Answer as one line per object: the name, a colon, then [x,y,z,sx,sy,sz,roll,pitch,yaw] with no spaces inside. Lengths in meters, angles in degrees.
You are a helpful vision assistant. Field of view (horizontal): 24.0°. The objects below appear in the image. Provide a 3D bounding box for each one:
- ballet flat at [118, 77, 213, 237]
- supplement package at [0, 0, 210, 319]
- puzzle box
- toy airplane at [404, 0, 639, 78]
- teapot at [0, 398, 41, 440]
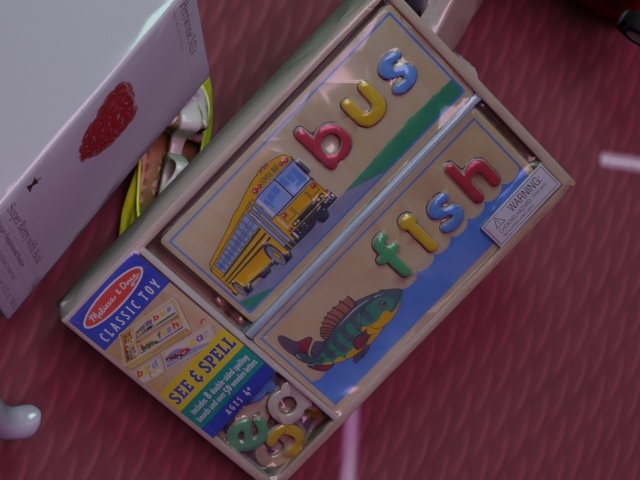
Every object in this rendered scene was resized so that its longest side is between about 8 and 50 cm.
ballet flat: [-0.135,-0.083,1.391,0.077,0.077,0.231,12,81,-21]
supplement package: [-0.251,-0.117,1.267,0.175,0.177,0.293,33,73,13]
puzzle box: [0.000,0.000,1.356,0.409,0.052,0.272,-47,112,3]
toy airplane: [0.195,-0.348,1.441,0.386,0.272,0.384,-26,127,-34]
teapot: [-0.397,0.175,1.219,0.256,0.187,0.252,19,57,7]
